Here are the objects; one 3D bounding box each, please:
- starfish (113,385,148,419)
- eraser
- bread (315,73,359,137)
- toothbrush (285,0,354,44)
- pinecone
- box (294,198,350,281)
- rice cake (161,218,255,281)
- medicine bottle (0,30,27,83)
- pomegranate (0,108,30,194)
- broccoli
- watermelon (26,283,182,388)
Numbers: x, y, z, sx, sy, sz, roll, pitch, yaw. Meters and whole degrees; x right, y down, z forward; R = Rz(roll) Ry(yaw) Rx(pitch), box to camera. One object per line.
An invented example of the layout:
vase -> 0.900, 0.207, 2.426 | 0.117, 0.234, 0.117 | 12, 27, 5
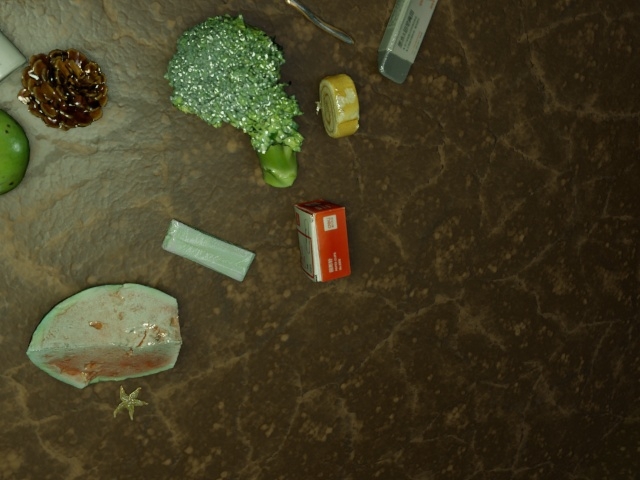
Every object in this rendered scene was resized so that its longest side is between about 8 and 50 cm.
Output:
starfish -> -0.462, 0.386, 1.396 | 0.092, 0.016, 0.086 | -41, 114, -8
eraser -> 0.230, -0.567, 1.456 | 0.089, 0.061, 0.352 | 20, 94, -29
bread -> 0.042, -0.319, 1.395 | 0.073, 0.122, 0.149 | -16, 109, -18
toothbrush -> -0.049, -0.538, 1.351 | 0.321, 0.023, 0.031 | 21, 100, -27
pinecone -> -0.487, -0.294, 1.128 | 0.173, 0.173, 0.174 | -7, 106, -24
box -> 0.000, 0.000, 1.449 | 0.099, 0.133, 0.182 | -12, 110, -21
rice cake -> -0.266, 0.025, 1.381 | 0.221, 0.042, 0.080 | 25, 96, -29
medicine bottle -> -0.691, -0.416, 1.016 | 0.130, 0.130, 0.341 | -43, 117, -10
pomegranate -> -0.636, -0.150, 1.056 | 0.181, 0.224, 0.181 | 0, 122, 1
broccoli -> -0.167, -0.300, 1.249 | 0.274, 0.397, 0.353 | -16, 83, 8
watermelon -> -0.463, 0.209, 1.255 | 0.305, 0.180, 0.224 | -1, 92, -27
